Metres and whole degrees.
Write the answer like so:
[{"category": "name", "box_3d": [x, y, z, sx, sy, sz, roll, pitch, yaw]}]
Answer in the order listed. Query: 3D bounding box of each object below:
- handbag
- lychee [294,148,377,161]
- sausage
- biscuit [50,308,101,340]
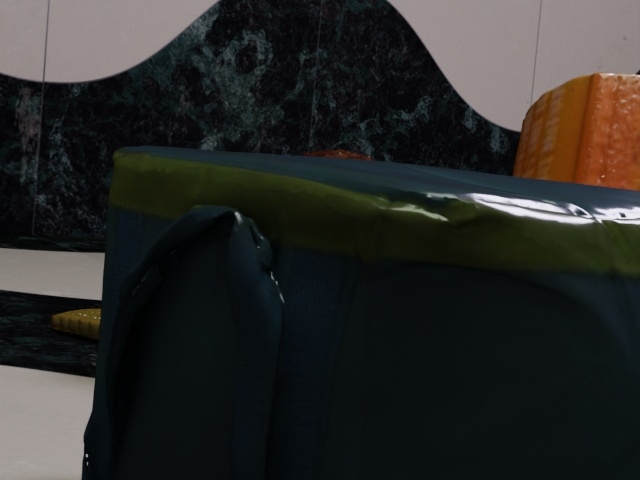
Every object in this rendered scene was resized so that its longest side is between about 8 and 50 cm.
[{"category": "handbag", "box_3d": [0.025, 0.088, 0.507, 0.222, 0.241, 0.263, 1, 7, -44]}, {"category": "lychee", "box_3d": [0.000, 0.000, 1.562, 0.261, 0.260, 0.260, 5, 4, 0]}, {"category": "sausage", "box_3d": [0.308, -0.002, 1.293, 0.233, 0.287, 0.233, 13, -21, 5]}, {"category": "biscuit", "box_3d": [-0.181, 0.101, 1.469, 0.172, 0.029, 0.254, 8, 5, 39]}]
